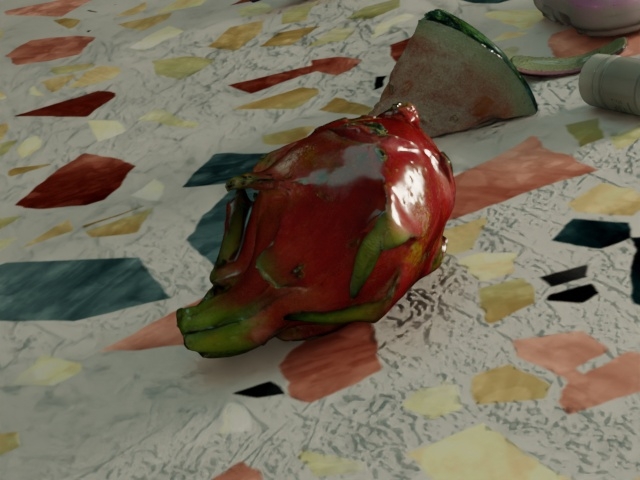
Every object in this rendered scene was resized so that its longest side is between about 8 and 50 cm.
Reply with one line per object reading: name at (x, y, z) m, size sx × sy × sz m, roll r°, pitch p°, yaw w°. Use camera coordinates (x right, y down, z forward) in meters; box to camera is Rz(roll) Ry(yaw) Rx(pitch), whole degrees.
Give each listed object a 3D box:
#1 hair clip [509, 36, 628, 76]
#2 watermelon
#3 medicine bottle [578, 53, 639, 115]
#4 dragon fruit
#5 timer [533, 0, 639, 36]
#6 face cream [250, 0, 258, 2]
hair clip at (0.285, -0.209, 1.656) m, size 0.137 × 0.022 × 0.054 m, roll -10°, pitch 26°, yaw 10°
watermelon at (0.114, -0.186, 1.600) m, size 0.202 × 0.136 × 0.207 m, roll -15°, pitch 11°, yaw -15°
medicine bottle at (0.321, -0.161, 1.503) m, size 0.058 × 0.058 × 0.091 m, roll -30°, pitch 30°, yaw -29°
dragon fruit at (-0.008, -0.010, 1.256) m, size 0.269 × 0.198 × 0.200 m, roll -24°, pitch 35°, yaw 12°
timer at (0.369, -0.311, 1.763) m, size 0.191 × 0.069 × 0.208 m, roll -21°, pitch 28°, yaw -12°
face cream at (0.020, -0.405, 2.115) m, size 0.273 × 0.078 × 0.078 m, roll -21°, pitch 27°, yaw -14°
